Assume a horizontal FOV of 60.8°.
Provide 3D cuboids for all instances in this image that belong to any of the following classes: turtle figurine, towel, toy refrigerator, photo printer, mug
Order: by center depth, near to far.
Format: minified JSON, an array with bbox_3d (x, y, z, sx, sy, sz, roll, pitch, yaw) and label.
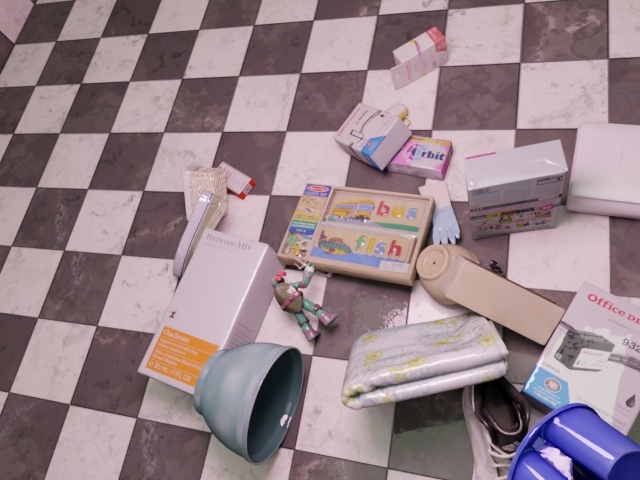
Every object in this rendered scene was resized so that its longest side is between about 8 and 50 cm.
[{"bbox_3d":[0.240,0.268,1.290,0.374,0.320,0.090,-16,93,10],"label":"towel"},{"bbox_3d":[0.438,0.141,1.332,0.269,0.094,0.102,26,99,-2],"label":"toy refrigerator"},{"bbox_3d":[0.821,-0.179,1.422,0.307,0.107,0.256,10,70,22],"label":"photo printer"},{"bbox_3d":[-0.067,0.161,1.525,0.234,0.118,0.175,50,132,12],"label":"turtle figurine"},{"bbox_3d":[0.249,-0.400,1.748,0.064,0.078,0.062,-40,28,-13],"label":"mug"}]

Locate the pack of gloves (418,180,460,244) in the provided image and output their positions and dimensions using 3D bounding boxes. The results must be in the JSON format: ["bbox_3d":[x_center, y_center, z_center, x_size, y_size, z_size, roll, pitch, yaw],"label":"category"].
[{"bbox_3d":[0.293,-0.050,1.582,0.195,0.046,0.232,-15,53,13],"label":"pack of gloves"}]

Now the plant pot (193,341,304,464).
[{"bbox_3d":[-0.193,0.385,1.378,0.196,0.293,0.293,13,71,21],"label":"plant pot"}]

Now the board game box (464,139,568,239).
[{"bbox_3d":[0.488,-0.116,1.388,0.224,0.303,0.098,-9,64,13],"label":"board game box"}]

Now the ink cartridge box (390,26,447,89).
[{"bbox_3d":[0.308,-0.589,1.775,0.198,0.115,0.067,-29,61,2],"label":"ink cartridge box"}]

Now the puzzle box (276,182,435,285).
[{"bbox_3d":[0.103,-0.029,1.574,0.408,0.052,0.272,8,61,24],"label":"puzzle box"}]

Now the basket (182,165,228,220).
[{"bbox_3d":[-0.366,-0.151,1.754,0.103,0.113,0.167,2,106,15],"label":"basket"}]

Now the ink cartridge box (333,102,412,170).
[{"bbox_3d":[0.154,-0.322,1.673,0.148,0.086,0.203,-53,42,-1],"label":"ink cartridge box"}]

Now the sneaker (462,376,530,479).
[{"bbox_3d":[0.391,0.489,1.164,0.169,0.257,0.448,-15,63,11],"label":"sneaker"}]

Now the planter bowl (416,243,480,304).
[{"bbox_3d":[0.321,0.075,1.430,0.162,0.109,0.162,-29,46,35],"label":"planter bowl"}]

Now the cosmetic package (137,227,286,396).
[{"bbox_3d":[-0.302,0.216,1.573,0.230,0.161,0.453,13,70,23],"label":"cosmetic package"}]

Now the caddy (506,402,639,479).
[{"bbox_3d":[0.494,0.456,1.031,0.241,0.341,0.179,-49,31,-6],"label":"caddy"}]

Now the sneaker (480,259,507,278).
[{"bbox_3d":[0.458,0.095,1.435,0.188,0.067,0.078,30,84,30],"label":"sneaker"}]

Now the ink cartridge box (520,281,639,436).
[{"bbox_3d":[0.635,0.285,1.254,0.223,0.129,0.307,29,77,27],"label":"ink cartridge box"}]

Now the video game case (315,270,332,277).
[{"bbox_3d":[0.000,0.000,1.656,0.173,0.022,0.190,22,74,26],"label":"video game case"}]

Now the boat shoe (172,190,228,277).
[{"bbox_3d":[-0.376,-0.006,1.691,0.094,0.109,0.302,22,111,-8],"label":"boat shoe"}]

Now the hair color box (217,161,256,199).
[{"bbox_3d":[-0.294,-0.201,1.832,0.141,0.043,0.072,32,79,27],"label":"hair color box"}]

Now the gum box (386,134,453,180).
[{"bbox_3d":[0.294,-0.255,1.654,0.188,0.062,0.107,14,71,24],"label":"gum box"}]
